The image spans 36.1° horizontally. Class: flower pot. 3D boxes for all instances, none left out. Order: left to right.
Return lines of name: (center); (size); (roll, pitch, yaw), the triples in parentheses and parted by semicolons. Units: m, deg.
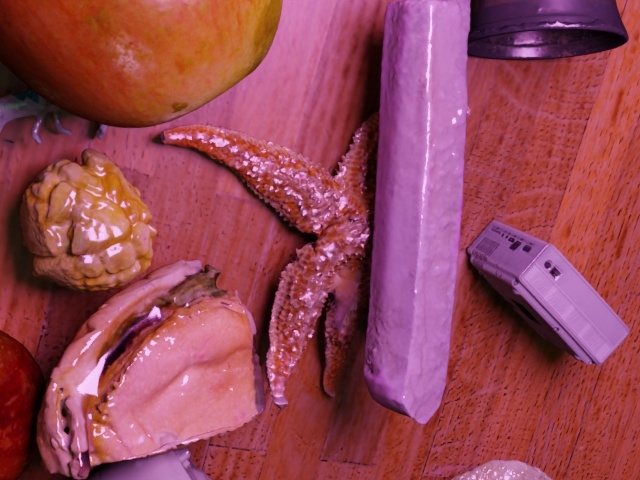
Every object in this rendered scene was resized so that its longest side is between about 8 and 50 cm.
flower pot: (0.207, -0.234, 0.925); (0.158, 0.157, 0.106); (-3, 91, -20)

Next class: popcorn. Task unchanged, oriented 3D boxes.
popcorn: (-0.203, -0.011, 0.849); (0.121, 0.116, 0.106); (33, 134, -21)

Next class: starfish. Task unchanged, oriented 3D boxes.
starfish: (0.010, 0.025, 0.943); (0.302, 0.084, 0.293); (-8, 104, -23)

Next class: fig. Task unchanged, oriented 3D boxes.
fig: (-0.303, 0.147, 0.790); (0.175, 0.207, 0.175); (-3, 97, -24)

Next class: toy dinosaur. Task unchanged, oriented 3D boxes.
toy dinosaur: (-0.216, -0.152, 0.842); (0.106, 0.044, 0.187); (25, 85, -14)

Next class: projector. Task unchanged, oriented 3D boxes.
projector: (0.230, 0.055, 1.016); (0.061, 0.115, 0.147); (-47, 114, -2)

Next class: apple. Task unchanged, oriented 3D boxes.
apple: (-0.149, -0.203, 0.761); (0.246, 0.246, 0.226); (-37, 114, -9)

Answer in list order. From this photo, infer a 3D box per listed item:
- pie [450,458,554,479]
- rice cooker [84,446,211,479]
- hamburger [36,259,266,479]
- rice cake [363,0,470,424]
pie: (0.177, 0.357, 1.085); (0.248, 0.090, 0.201); (-39, 116, -4)
rice cooker: (-0.172, 0.310, 0.875); (0.244, 0.226, 0.226); (-36, 113, -6)
hamburger: (-0.165, 0.112, 0.843); (0.208, 0.135, 0.155); (-21, 104, -43)
rice cake: (0.084, -0.034, 0.885); (0.064, 0.070, 0.398); (0, 95, -37)
